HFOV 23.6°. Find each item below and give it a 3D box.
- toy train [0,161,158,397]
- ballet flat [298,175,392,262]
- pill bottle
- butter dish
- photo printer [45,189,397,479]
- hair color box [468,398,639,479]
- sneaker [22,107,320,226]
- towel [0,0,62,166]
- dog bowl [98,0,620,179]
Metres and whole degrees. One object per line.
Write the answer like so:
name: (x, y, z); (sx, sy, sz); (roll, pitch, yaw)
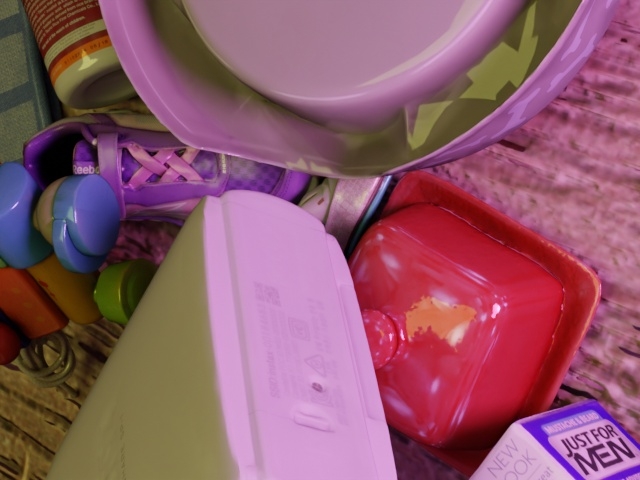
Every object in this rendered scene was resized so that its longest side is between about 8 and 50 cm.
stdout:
toy train: (-0.169, 0.039, 1.054); (0.143, 0.248, 0.105); (0, 53, 27)
ballet flat: (0.000, 0.000, 0.993); (0.052, 0.057, 0.168); (23, 108, -1)
pill bottle: (-0.171, -0.178, 1.094); (0.086, 0.086, 0.152); (-30, 75, 33)
butter dish: (0.059, 0.055, 0.921); (0.160, 0.118, 0.159); (33, 110, 30)
photo printer: (-0.081, 0.159, 0.885); (0.307, 0.107, 0.256); (-58, 26, 31)
hair color box: (0.194, 0.273, 0.843); (0.339, 0.110, 0.185); (46, 117, 27)
sneaker: (-0.112, -0.049, 1.048); (0.236, 0.104, 0.095); (2, 92, 34)
towel: (-0.311, -0.063, 1.233); (0.285, 0.034, 0.209); (-19, 79, 33)
dog bowl: (0.030, -0.198, 0.915); (0.349, 0.102, 0.348); (-4, 82, 30)
